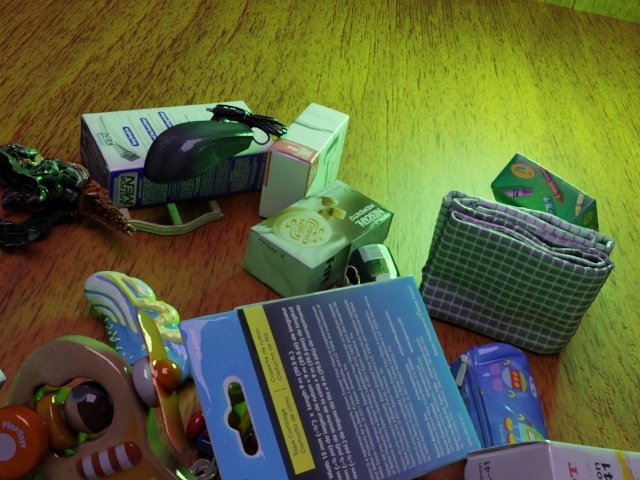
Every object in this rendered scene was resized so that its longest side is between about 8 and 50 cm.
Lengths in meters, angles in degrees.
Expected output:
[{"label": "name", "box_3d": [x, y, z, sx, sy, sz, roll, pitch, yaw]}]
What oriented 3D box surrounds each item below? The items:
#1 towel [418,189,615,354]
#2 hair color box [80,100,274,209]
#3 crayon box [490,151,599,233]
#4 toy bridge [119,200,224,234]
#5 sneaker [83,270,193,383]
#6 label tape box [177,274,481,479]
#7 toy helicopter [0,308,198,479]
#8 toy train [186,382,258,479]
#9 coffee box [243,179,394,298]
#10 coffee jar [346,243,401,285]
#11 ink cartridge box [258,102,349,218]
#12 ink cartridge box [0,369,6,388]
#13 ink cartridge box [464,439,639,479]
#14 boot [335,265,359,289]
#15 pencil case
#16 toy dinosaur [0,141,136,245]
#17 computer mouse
[{"label": "towel", "box_3d": [0.312, 0.058, 1.282, 0.284, 0.235, 0.121, 19, 47, 9]}, {"label": "hair color box", "box_3d": [-0.275, -0.170, 1.491, 0.339, 0.110, 0.185, -9, 45, -29]}, {"label": "crayon box", "box_3d": [0.423, -0.036, 1.417, 0.165, 0.278, 0.081, 38, 87, 29]}, {"label": "toy bridge", "box_3d": [-0.266, -0.039, 1.392, 0.188, 0.026, 0.063, -6, 44, -24]}, {"label": "sneaker", "box_3d": [-0.275, 0.136, 1.116, 0.240, 0.091, 0.126, 27, 40, 16]}, {"label": "label tape box", "box_3d": [0.002, 0.198, 0.947, 0.348, 0.115, 0.249, -9, 70, -32]}, {"label": "toy helicopter", "box_3d": [-0.210, 0.246, 0.914, 0.355, 0.235, 0.140, 40, 5, 5]}, {"label": "toy train", "box_3d": [-0.120, 0.229, 1.001, 0.105, 0.143, 0.248, 19, 38, 7]}, {"label": "coffee box", "box_3d": [0.000, 0.000, 1.365, 0.141, 0.098, 0.246, 34, 42, 24]}, {"label": "coffee jar", "box_3d": [0.106, 0.096, 1.279, 0.079, 0.096, 0.184, -4, 41, -17]}, {"label": "ink cartridge box", "box_3d": [-0.030, -0.149, 1.495, 0.092, 0.158, 0.218, 19, 38, 10]}, {"label": "ink cartridge box", "box_3d": [-0.501, 0.170, 0.931, 0.232, 0.189, 0.066, 38, 10, 25]}, {"label": "ink cartridge box", "box_3d": [0.321, 0.355, 0.858, 0.306, 0.131, 0.226, 16, 60, -33]}, {"label": "boot", "box_3d": [0.046, 0.103, 1.258, 0.042, 0.087, 0.118, 3, 39, -16]}, {"label": "pencil case", "box_3d": [0.256, 0.275, 1.076, 0.133, 0.119, 0.306, 34, 31, -23]}, {"label": "toy dinosaur", "box_3d": [-0.463, -0.093, 1.313, 0.322, 0.164, 0.218, 4, 16, 22]}, {"label": "computer mouse", "box_3d": [-0.207, -0.187, 1.364, 0.188, 0.072, 0.272, 18, 40, 35]}]
